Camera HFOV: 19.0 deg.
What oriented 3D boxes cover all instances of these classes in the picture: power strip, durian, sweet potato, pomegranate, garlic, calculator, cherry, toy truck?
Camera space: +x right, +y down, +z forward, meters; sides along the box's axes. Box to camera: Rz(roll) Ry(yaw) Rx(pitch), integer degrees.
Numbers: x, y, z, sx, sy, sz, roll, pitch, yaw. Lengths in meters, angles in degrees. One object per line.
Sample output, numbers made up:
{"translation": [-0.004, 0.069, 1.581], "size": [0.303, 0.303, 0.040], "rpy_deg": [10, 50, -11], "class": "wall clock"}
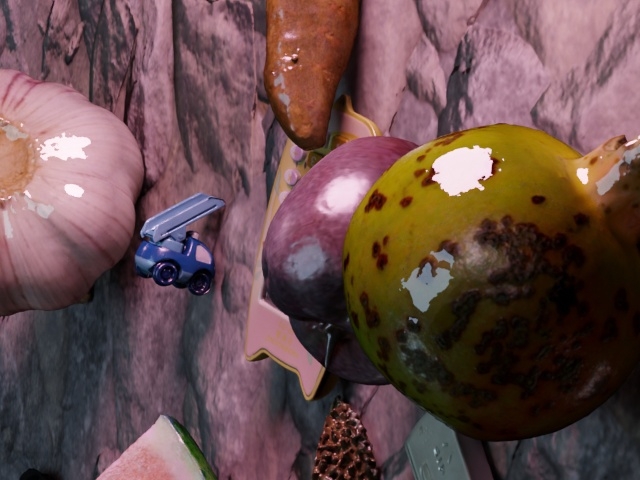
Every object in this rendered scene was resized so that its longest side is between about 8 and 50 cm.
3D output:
{"translation": [0.105, 0.198, 1.316], "size": [0.060, 0.027, 0.253], "rpy_deg": [-54, 44, 44], "class": "power strip"}
{"translation": [0.022, 0.180, 1.469], "size": [0.066, 0.052, 0.130], "rpy_deg": [59, -153, -72], "class": "durian"}
{"translation": [-0.009, -0.213, 1.491], "size": [0.097, 0.097, 0.292], "rpy_deg": [-18, 78, 59], "class": "sweet potato"}
{"translation": [0.136, 0.015, 1.159], "size": [0.198, 0.246, 0.198], "rpy_deg": [157, 90, -89], "class": "pomegranate"}
{"translation": [-0.276, -0.017, 1.863], "size": [0.253, 0.245, 0.245], "rpy_deg": [68, -177, -57], "class": "garlic"}
{"translation": [0.000, 0.000, 1.517], "size": [0.157, 0.033, 0.237], "rpy_deg": [29, 110, 58], "class": "calculator"}
{"translation": [0.042, 0.014, 1.322], "size": [0.140, 0.176, 0.176], "rpy_deg": [6, 93, 38], "class": "cherry"}
{"translation": [-0.121, -0.001, 1.695], "size": [0.056, 0.073, 0.090], "rpy_deg": [20, 92, 59], "class": "toy truck"}

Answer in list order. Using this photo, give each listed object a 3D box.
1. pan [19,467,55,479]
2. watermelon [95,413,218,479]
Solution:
{"translation": [-0.323, 0.325, 2.051], "size": [0.235, 0.028, 0.136], "rpy_deg": [-32, 59, 51], "class": "pan"}
{"translation": [-0.147, 0.352, 1.599], "size": [0.222, 0.319, 0.292], "rpy_deg": [39, 167, 22], "class": "watermelon"}
